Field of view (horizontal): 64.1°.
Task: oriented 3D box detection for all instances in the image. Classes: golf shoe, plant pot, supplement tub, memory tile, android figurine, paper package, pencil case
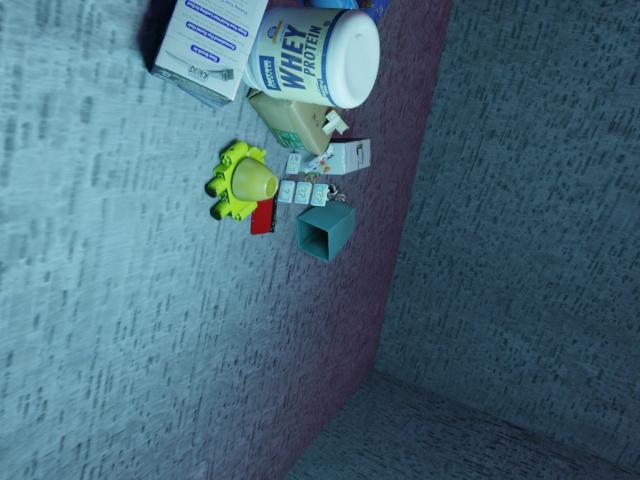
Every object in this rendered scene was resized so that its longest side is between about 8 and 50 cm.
[{"bbox_3d":[0.065,-0.204,2.256,0.198,0.077,0.094,-32,134,-60],"label":"golf shoe"},{"bbox_3d":[0.040,-0.058,2.126,0.234,0.165,0.166,-39,142,-38],"label":"plant pot"},{"bbox_3d":[-0.035,-0.481,1.333,0.235,0.324,0.236,-37,135,-49],"label":"supplement tub"},{"bbox_3d":[-0.038,-0.243,2.067,0.148,0.012,0.113,-65,156,-20],"label":"memory tile"},{"bbox_3d":[-0.245,-0.184,1.564,0.273,0.056,0.248,-49,148,-42],"label":"android figurine"},{"bbox_3d":[-0.183,-0.171,1.517,0.134,0.095,0.134,-45,144,-46],"label":"plant pot"},{"bbox_3d":[-0.056,-0.482,1.649,0.310,0.168,0.325,-67,158,-11],"label":"paper package"},{"bbox_3d":[0.185,-0.879,2.002,0.306,0.119,0.133,-68,160,-12],"label":"pencil case"}]

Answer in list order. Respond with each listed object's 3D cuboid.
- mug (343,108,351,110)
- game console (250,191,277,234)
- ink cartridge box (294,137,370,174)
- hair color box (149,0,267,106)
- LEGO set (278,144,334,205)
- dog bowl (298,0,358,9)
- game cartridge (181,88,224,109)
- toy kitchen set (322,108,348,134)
[{"bbox_3d":[0.090,-0.597,1.994,0.150,0.113,0.169,-70,161,-4],"label":"mug"},{"bbox_3d":[-0.196,-0.103,1.790,0.124,0.085,0.144,-101,-162,-67],"label":"game console"},{"bbox_3d":[0.053,-0.327,1.958,0.278,0.201,0.117,-28,120,-61],"label":"ink cartridge box"},{"bbox_3d":[-0.240,-0.504,1.163,0.185,0.110,0.339,20,84,-26],"label":"hair color box"},{"bbox_3d":[-0.051,-0.250,1.792,0.060,0.182,0.245,31,68,-65],"label":"LEGO set"},{"bbox_3d":[0.036,-0.778,1.678,0.297,0.165,0.074,27,68,-67],"label":"dog bowl"},{"bbox_3d":[-0.260,-0.498,1.307,0.196,0.060,0.295,15,92,-72],"label":"game cartridge"},{"bbox_3d":[0.036,-0.389,1.686,0.068,0.075,0.083,-39,122,12],"label":"toy kitchen set"}]
